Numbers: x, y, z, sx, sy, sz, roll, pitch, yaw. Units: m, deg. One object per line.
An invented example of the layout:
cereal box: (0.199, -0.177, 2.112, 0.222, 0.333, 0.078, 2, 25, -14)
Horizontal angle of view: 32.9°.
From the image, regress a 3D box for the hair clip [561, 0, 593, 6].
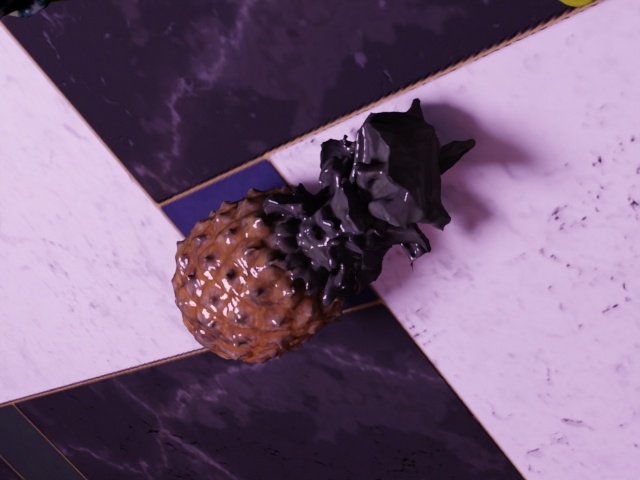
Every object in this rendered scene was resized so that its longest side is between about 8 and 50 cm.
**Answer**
hair clip: (0.151, -0.183, 0.515, 0.060, 0.033, 0.188, 31, 141, 6)

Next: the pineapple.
pineapple: (-0.001, 0.000, 0.749, 0.128, 0.128, 0.248, 46, 137, -11)

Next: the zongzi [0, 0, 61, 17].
zongzi: (-0.218, -0.165, 0.507, 0.362, 0.383, 0.319, 57, 157, 34)
